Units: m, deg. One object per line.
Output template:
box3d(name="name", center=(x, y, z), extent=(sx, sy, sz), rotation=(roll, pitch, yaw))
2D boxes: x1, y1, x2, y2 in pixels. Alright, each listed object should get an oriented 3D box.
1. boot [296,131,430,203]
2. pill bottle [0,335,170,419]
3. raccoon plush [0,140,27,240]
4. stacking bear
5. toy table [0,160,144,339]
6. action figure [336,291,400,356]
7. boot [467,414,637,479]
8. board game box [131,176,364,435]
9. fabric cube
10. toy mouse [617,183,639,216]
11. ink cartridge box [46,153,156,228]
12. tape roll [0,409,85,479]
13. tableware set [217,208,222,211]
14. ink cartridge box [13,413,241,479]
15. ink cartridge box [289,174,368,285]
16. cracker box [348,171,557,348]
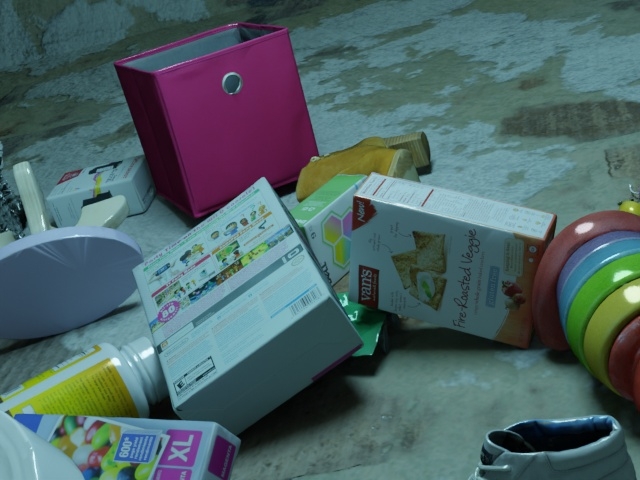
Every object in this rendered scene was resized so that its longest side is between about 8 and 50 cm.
box3d(name="boot", center=(0.058, -0.087, 1.791), extent=(0.211, 0.104, 0.295), rotation=(-15, 19, 18))
box3d(name="pill bottle", center=(-0.291, 0.202, 1.374), extent=(0.215, 0.117, 0.117), rotation=(-28, 27, -21))
box3d(name="raccoon plush", center=(-0.752, -0.095, 2.078), extent=(0.446, 0.299, 0.216), rotation=(-10, 26, 17))
box3d(name="stacking bear", center=(0.337, 0.101, 1.143), extent=(0.175, 0.164, 0.289), rotation=(-18, 29, 0))
box3d(name="toy table", center=(-0.412, 0.023, 1.709), extent=(0.274, 0.252, 0.161), rotation=(-9, 39, -11))
box3d(name="action figure", center=(-0.017, 0.109, 1.454), extent=(0.232, 0.063, 0.137), rotation=(0, 31, 25))
box3d(name="boot", center=(0.157, 0.224, 1.027), extent=(0.258, 0.123, 0.095), rotation=(-14, 25, 8))
box3d(name="board game box", center=(-0.100, 0.080, 1.401), extent=(0.224, 0.097, 0.303), rotation=(-35, 36, 4))
box3d(name="fabric cube", center=(-0.181, -0.220, 1.975), extent=(0.254, 0.258, 0.259), rotation=(-21, 20, -19))
box3d(name="toy mouse", center=(0.468, -0.057, 1.519), extent=(0.143, 0.031, 0.161), rotation=(-14, 25, 8))
box3d(name="ink cartridge box", center=(-0.406, -0.092, 2.115), extent=(0.175, 0.072, 0.127), rotation=(-13, 24, 12))
box3d(name="tape roll", center=(-0.365, 0.304, 1.092), extent=(0.286, 0.100, 0.286), rotation=(-14, 53, 19))
box3d(name="tableware set", center=(-0.126, -0.058, 1.927), extent=(0.104, 0.024, 0.154), rotation=(-22, 24, -17))
box3d(name="ink cartridge box", center=(-0.247, 0.275, 1.158), extent=(0.311, 0.065, 0.186), rotation=(-3, 58, 28))
box3d(name="ink cartridge box", center=(0.000, 0.000, 1.615), extent=(0.062, 0.109, 0.209), rotation=(5, 33, 41))
box3d(name="cracker box", center=(0.152, 0.023, 1.338), extent=(0.232, 0.156, 0.067), rotation=(14, 35, 19))
